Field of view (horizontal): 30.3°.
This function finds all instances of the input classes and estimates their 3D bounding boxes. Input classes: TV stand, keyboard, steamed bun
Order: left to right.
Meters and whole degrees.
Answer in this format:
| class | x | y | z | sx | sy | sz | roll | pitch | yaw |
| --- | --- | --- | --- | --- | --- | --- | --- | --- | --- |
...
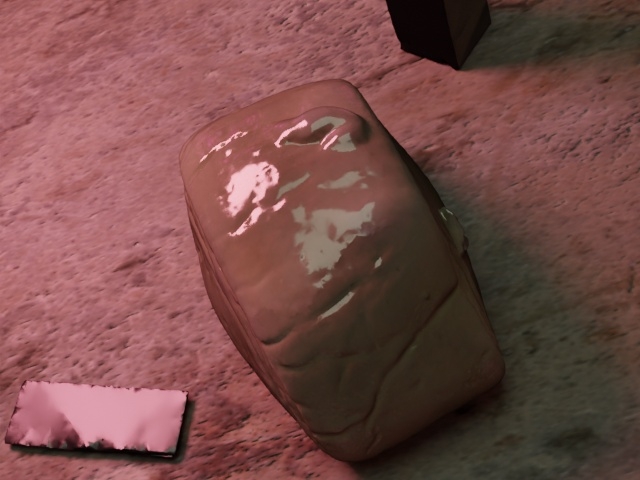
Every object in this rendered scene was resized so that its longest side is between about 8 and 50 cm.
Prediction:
| class | x | y | z | sx | sy | sz | roll | pitch | yaw |
| --- | --- | --- | --- | --- | --- | --- | --- | --- | --- |
| keyboard | -0.232 | 0.185 | 1.226 | 0.196 | 0.015 | 0.074 | 1 | 56 | 17 |
| steamed bun | 0.000 | 0.001 | 1.134 | 0.247 | 0.236 | 0.384 | -27 | 55 | 1 |
| TV stand | 0.113 | -0.307 | 1.268 | 0.088 | 0.269 | 0.083 | 22 | 67 | 28 |
